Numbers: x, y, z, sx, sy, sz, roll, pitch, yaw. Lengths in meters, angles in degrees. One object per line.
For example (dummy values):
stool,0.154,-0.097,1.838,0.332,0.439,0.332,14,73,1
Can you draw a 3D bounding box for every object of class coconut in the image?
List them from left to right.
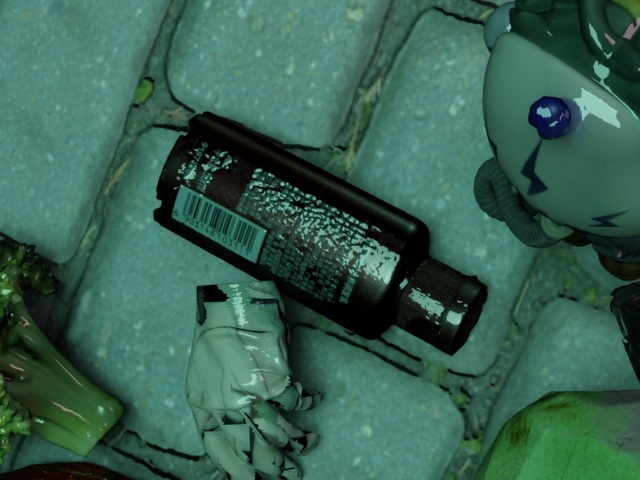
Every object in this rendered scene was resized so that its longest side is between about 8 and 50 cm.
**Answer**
coconut,0.233,0.214,1.061,0.204,0.236,0.236,36,100,1

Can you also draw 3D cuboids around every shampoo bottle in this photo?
shampoo bottle,0.000,0.000,1.218,0.323,0.084,0.129,27,102,18

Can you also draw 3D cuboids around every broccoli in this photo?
broccoli,-0.307,0.122,1.274,0.243,0.263,0.247,32,66,-10

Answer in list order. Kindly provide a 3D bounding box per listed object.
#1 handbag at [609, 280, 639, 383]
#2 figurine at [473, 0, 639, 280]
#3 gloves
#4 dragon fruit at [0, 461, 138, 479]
handbag,0.382,0.202,0.911,0.317,0.180,0.416,-17,106,-10
figurine,0.230,-0.076,0.981,0.261,0.382,0.186,23,83,19
gloves,-0.071,0.145,1.216,0.127,0.111,0.212,-5,89,21
dragon fruit,-0.267,0.354,1.206,0.302,0.330,0.240,-30,100,14
